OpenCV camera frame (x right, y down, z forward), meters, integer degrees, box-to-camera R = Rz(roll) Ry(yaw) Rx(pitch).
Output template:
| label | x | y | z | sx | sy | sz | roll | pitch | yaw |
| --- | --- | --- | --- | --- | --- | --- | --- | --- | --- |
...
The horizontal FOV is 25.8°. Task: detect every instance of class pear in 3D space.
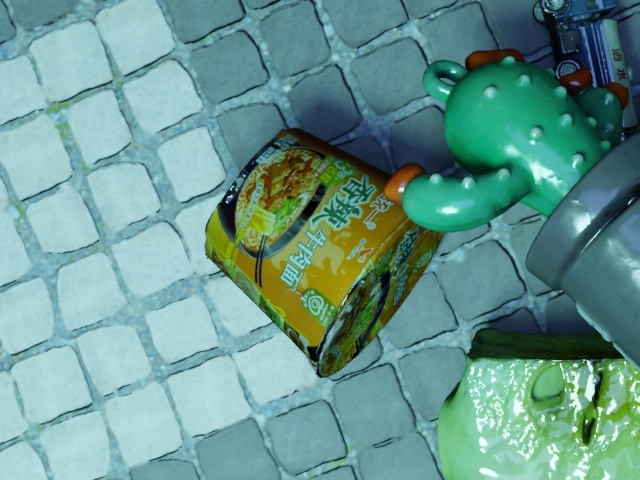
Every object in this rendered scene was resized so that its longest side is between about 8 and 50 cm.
| label | x | y | z | sx | sy | sz | roll | pitch | yaw |
| --- | --- | --- | --- | --- | --- | --- | --- | --- | --- |
| pear | 0.268 | 0.234 | 1.448 | 0.286 | 0.176 | 0.282 | -1 | 92 | 8 |

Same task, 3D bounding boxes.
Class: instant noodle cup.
| label | x | y | z | sx | sy | sz | roll | pitch | yaw |
| --- | --- | --- | --- | --- | --- | --- | --- | --- | --- |
| instant noodle cup | 0.000 | 0.000 | 1.468 | 0.182 | 0.230 | 0.230 | 37 | 94 | 15 |

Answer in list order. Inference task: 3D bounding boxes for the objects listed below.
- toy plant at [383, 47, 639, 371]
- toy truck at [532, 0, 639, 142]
| label | x | y | z | sx | sy | sz | roll | pitch | yaw |
| --- | --- | --- | --- | --- | --- | --- | --- | --- | --- |
| toy plant | 0.243 | -0.044 | 1.335 | 0.279 | 0.185 | 0.400 | -38 | 70 | -6 |
| toy truck | 0.287 | -0.192 | 1.500 | 0.088 | 0.074 | 0.202 | -11 | 88 | 2 |
